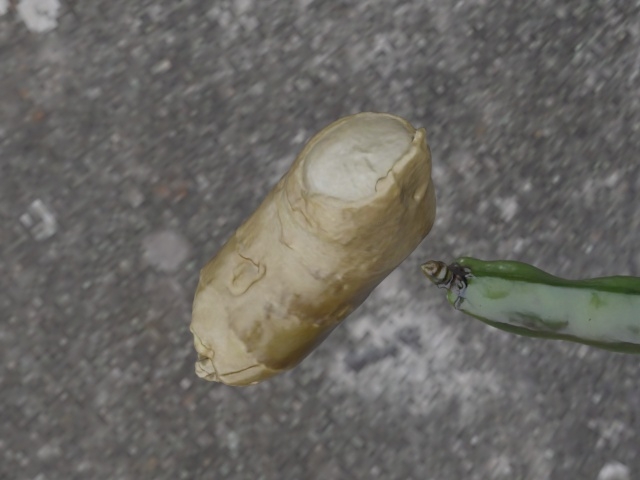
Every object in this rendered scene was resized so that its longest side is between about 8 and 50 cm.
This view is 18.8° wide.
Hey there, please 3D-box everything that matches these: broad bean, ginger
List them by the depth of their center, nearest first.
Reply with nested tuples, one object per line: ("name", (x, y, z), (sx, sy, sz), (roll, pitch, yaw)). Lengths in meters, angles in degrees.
("ginger", (0.000, 0.001, 0.914), (0.069, 0.095, 0.190), (44, 127, 2))
("broad bean", (0.183, 0.039, 1.086), (0.254, 0.046, 0.065), (5, 144, 10))
